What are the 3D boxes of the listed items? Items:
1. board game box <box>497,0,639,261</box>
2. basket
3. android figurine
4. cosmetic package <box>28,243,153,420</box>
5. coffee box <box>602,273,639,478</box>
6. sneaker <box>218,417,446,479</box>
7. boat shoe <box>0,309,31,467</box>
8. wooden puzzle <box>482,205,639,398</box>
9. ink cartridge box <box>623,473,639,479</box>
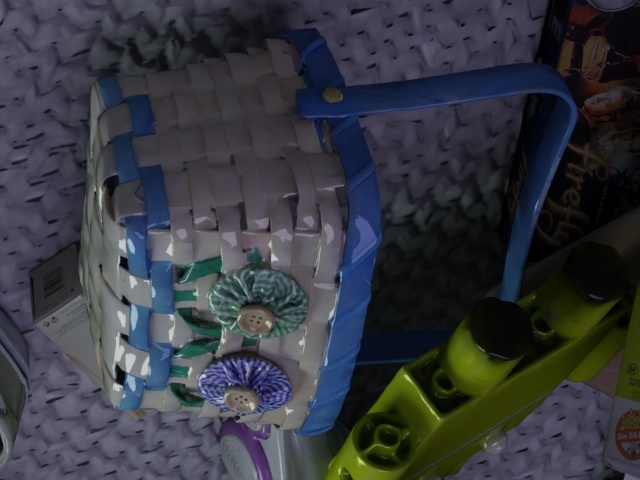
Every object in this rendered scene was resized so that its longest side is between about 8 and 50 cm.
[{"bbox_3d":[0.222,-0.095,1.252,0.165,0.042,0.243,-1,126,-13],"label":"board game box"},{"bbox_3d":[0.000,0.000,1.161,0.289,0.201,0.255,-9,139,-15],"label":"basket"},{"bbox_3d":[0.100,0.103,1.220,0.248,0.056,0.273,-27,161,-32],"label":"android figurine"},{"bbox_3d":[-0.145,0.063,1.266,0.041,0.060,0.115,-32,125,11],"label":"cosmetic package"},{"bbox_3d":[0.428,0.021,1.101,0.337,0.338,0.334,11,90,-35],"label":"coffee box"},{"bbox_3d":[0.019,0.179,1.379,0.152,0.114,0.305,-27,133,-11],"label":"sneaker"},{"bbox_3d":[-0.283,0.034,1.188,0.109,0.094,0.302,-35,126,12],"label":"boat shoe"},{"bbox_3d":[0.265,0.043,1.328,0.221,0.044,0.238,-31,136,30],"label":"wooden puzzle"},{"bbox_3d":[0.362,0.262,1.530,0.303,0.072,0.307,-2,117,-12],"label":"ink cartridge box"}]
